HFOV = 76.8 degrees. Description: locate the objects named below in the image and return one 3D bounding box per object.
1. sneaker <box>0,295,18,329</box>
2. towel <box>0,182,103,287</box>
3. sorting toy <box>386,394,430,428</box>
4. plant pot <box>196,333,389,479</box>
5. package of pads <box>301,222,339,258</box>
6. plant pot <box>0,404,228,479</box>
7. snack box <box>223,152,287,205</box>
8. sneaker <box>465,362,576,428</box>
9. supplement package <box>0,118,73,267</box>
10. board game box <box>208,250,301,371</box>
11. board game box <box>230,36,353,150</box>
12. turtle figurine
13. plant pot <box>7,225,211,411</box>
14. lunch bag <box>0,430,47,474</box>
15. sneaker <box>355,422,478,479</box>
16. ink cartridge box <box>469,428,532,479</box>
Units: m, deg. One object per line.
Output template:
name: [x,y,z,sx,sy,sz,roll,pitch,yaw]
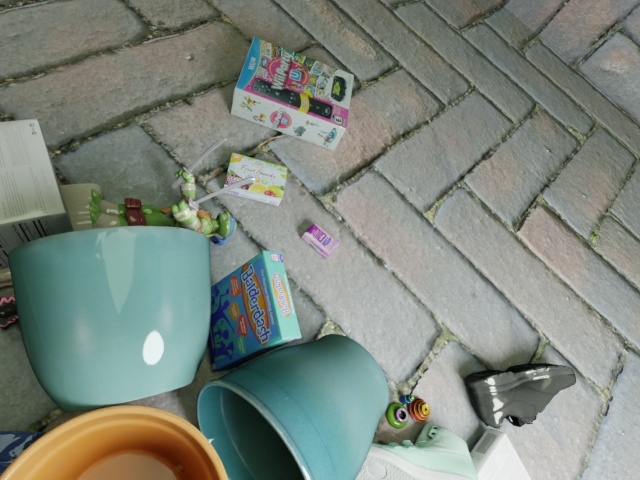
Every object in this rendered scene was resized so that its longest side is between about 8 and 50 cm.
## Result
sneaker: [-0.537,0.124,0.701,0.119,0.047,0.057,-7,86,-22]
towel: [-0.554,-0.008,0.757,0.282,0.049,0.187,-11,70,-27]
sorting toy: [0.191,0.357,0.853,0.102,0.042,0.061,-5,66,-23]
plant pot: [-0.022,0.296,0.686,0.255,0.271,0.271,-24,74,-44]
package of pads: [0.000,0.000,0.974,0.083,0.032,0.050,40,54,3]
plant pot: [-0.281,0.391,0.558,0.291,0.203,0.291,9,62,-17]
snack box: [-0.158,-0.149,0.989,0.141,0.037,0.100,13,58,-14]
sneaker: [0.473,0.357,0.940,0.286,0.109,0.130,-4,75,-15]
supplement package: [-0.549,-0.069,0.672,0.203,0.149,0.194,-17,72,-29]
board game box: [-0.137,0.135,0.747,0.047,0.210,0.160,10,56,-47]
board game box: [-0.072,-0.408,1.125,0.303,0.097,0.224,16,59,-12]
turtle figurine: [-0.290,-0.090,0.774,0.266,0.275,0.198,-5,57,-26]
plant pot: [-0.314,0.130,0.648,0.293,0.293,0.235,-6,78,-23]
lunch bag: [-0.467,0.322,0.603,0.098,0.067,0.065,9,60,-15]
sneaker: [0.174,0.425,0.802,0.256,0.094,0.151,12,18,8]
ink cartridge box: [0.369,0.544,0.832,0.181,0.056,0.225,-33,97,-32]
